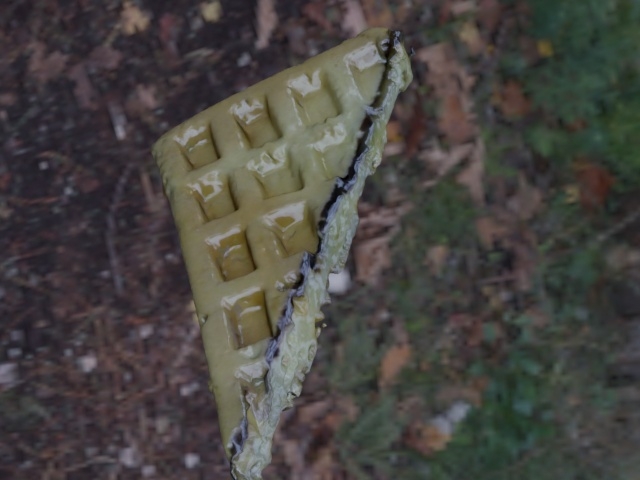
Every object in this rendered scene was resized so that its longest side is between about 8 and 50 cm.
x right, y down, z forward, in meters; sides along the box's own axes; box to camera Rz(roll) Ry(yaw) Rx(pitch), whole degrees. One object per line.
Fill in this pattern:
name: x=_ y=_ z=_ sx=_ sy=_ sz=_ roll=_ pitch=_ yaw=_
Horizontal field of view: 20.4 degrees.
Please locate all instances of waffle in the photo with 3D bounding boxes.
waffle: x=0.000 y=0.000 z=0.556 sx=0.152 sy=0.097 sz=0.023 roll=-106 pitch=170 yaw=-45
